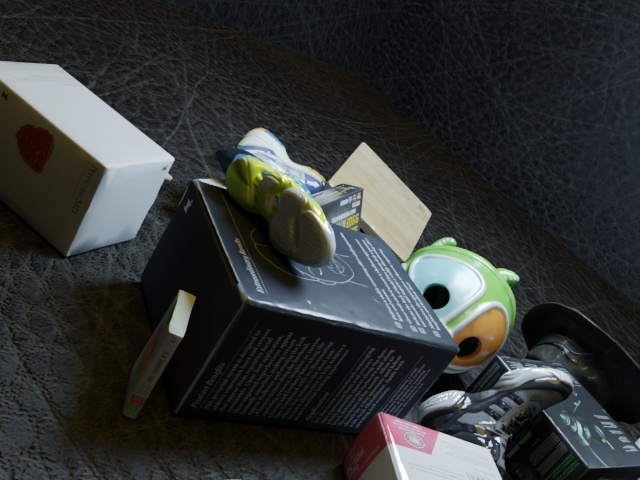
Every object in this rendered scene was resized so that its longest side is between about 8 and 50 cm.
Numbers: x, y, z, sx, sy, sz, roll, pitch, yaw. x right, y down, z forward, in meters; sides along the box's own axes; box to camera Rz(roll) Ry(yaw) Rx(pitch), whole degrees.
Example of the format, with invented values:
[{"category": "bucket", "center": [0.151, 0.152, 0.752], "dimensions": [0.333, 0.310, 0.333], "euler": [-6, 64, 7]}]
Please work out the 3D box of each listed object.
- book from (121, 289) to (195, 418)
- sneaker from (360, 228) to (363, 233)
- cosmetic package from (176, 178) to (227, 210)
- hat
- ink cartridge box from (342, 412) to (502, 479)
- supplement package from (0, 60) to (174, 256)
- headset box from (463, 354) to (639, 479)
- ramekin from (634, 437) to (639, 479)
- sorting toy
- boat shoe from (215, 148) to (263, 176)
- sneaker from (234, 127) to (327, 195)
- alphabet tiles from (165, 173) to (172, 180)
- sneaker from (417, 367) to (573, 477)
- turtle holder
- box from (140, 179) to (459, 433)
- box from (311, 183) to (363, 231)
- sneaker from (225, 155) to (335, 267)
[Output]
[{"category": "book", "center": [-0.205, 0.146, 0.879], "dimensions": [0.035, 0.144, 0.096], "euler": [27, 23, -14]}, {"category": "sneaker", "center": [0.161, -0.017, 1.806], "dimensions": [0.162, 0.063, 0.073], "euler": [25, 20, -18]}, {"category": "cosmetic package", "center": [-0.163, -0.022, 1.361], "dimensions": [0.231, 0.085, 0.117], "euler": [40, 24, 20]}, {"category": "hat", "center": [0.553, 0.305, 1.525], "dimensions": [0.134, 0.331, 0.331], "euler": [-37, 66, -25]}, {"category": "ink cartridge box", "center": [0.160, 0.387, 0.903], "dimensions": [0.207, 0.117, 0.283], "euler": [24, 23, -20]}, {"category": "supplement package", "center": [-0.426, -0.141, 1.131], "dimensions": [0.293, 0.177, 0.175], "euler": [37, 22, 13]}, {"category": "headset box", "center": [0.448, 0.369, 1.304], "dimensions": [0.246, 0.131, 0.283], "euler": [13, 30, -40]}, {"category": "ramekin", "center": [0.690, 0.504, 1.372], "dimensions": [0.207, 0.109, 0.207], "euler": [28, 20, -12]}, {"category": "sorting toy", "center": [0.125, -0.078, 1.684], "dimensions": [0.257, 0.089, 0.255], "euler": [46, 36, -6]}, {"category": "boat shoe", "center": [-0.145, -0.134, 1.496], "dimensions": [0.089, 0.109, 0.258], "euler": [28, -18, 25]}, {"category": "sneaker", "center": [-0.094, -0.139, 1.700], "dimensions": [0.296, 0.112, 0.131], "euler": [39, 50, -4]}, {"category": "alphabet tiles", "center": [-0.426, -0.212, 1.367], "dimensions": [0.278, 0.021, 0.284], "euler": [39, 4, 13]}, {"category": "sneaker", "center": [0.305, 0.313, 1.145], "dimensions": [0.153, 0.269, 0.101], "euler": [-101, 173, -49]}, {"category": "turtle holder", "center": [0.216, 0.123, 1.367], "dimensions": [0.320, 0.243, 0.227], "euler": [44, 40, 11]}, {"category": "box", "center": [-0.039, 0.114, 1.078], "dimensions": [0.396, 0.212, 0.293], "euler": [18, 27, -34]}, {"category": "box", "center": [0.000, 0.000, 1.351], "dimensions": [0.056, 0.183, 0.231], "euler": [16, 22, 30]}, {"category": "sneaker", "center": [-0.033, -0.047, 1.020], "dimensions": [0.126, 0.091, 0.240], "euler": [5, 34, -50]}]
